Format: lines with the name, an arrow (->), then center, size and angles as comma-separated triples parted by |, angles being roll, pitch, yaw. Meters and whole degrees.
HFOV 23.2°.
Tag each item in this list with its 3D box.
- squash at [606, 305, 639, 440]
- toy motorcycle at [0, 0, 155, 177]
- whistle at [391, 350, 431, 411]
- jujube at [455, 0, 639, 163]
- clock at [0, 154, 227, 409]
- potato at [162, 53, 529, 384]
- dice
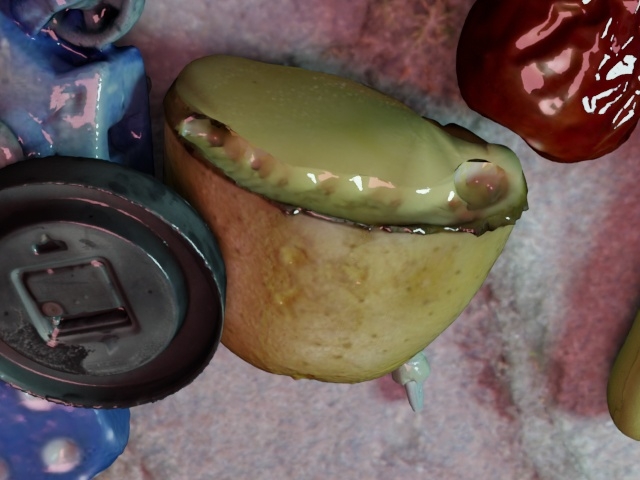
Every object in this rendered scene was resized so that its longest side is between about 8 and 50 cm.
squash -> 0.301, 0.058, 1.302 | 0.083, 0.083, 0.250 | 12, 111, -5
toy motorcycle -> -0.241, -0.094, 1.179 | 0.241, 0.182, 0.319 | 1, 113, -1
whistle -> 0.075, 0.102, 1.344 | 0.035, 0.035, 0.100 | -12, 114, 4
jujube -> 0.198, -0.173, 1.168 | 0.155, 0.155, 0.230 | 22, 108, -9
clock -> -0.173, 0.032, 1.130 | 0.215, 0.042, 0.215 | 4, 129, 5
potato -> 0.000, 0.000, 1.212 | 0.285, 0.242, 0.243 | 9, 113, -17
dice -> -0.244, 0.121, 1.290 | 0.146, 0.143, 0.146 | -12, 113, 5
